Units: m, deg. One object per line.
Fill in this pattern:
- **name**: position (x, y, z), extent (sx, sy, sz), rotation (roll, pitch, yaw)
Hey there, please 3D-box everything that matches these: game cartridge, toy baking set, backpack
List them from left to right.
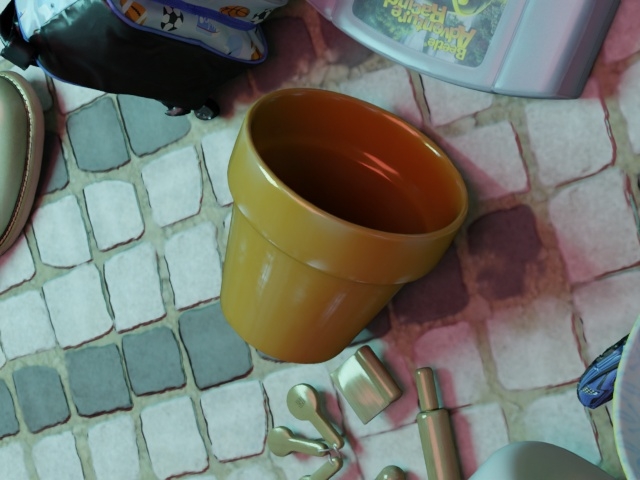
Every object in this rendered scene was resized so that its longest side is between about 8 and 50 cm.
- **backpack**: position (-0.174, -0.274, 1.105), extent (0.213, 0.276, 0.263), rotation (-34, 69, 22)
- **toy baking set**: position (0.047, 0.230, 1.127), extent (0.197, 0.030, 0.256), rotation (-18, 83, 33)
- **game cartridge**: position (0.118, -0.241, 1.047), extent (0.294, 0.060, 0.196), rotation (27, 110, 26)

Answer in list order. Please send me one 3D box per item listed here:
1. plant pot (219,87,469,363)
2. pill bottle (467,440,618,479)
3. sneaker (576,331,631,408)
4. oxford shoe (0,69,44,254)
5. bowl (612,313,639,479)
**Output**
- **plant pot**: position (0.000, 0.000, 1.058), extent (0.205, 0.205, 0.188), rotation (41, 127, 22)
- **pill bottle**: position (0.114, 0.379, 0.977), extent (0.229, 0.229, 0.407), rotation (45, 113, 21)
- **sneaker**: position (0.304, 0.095, 0.939), extent (0.221, 0.083, 0.087), rotation (-26, 82, 30)
- **oxford shoe**: position (-0.441, -0.018, 1.327), extent (0.140, 0.146, 0.397), rotation (42, 111, 22)
- **bowl**: position (0.358, 0.118, 0.786), extent (0.289, 0.156, 0.289), rotation (-29, 39, 26)
